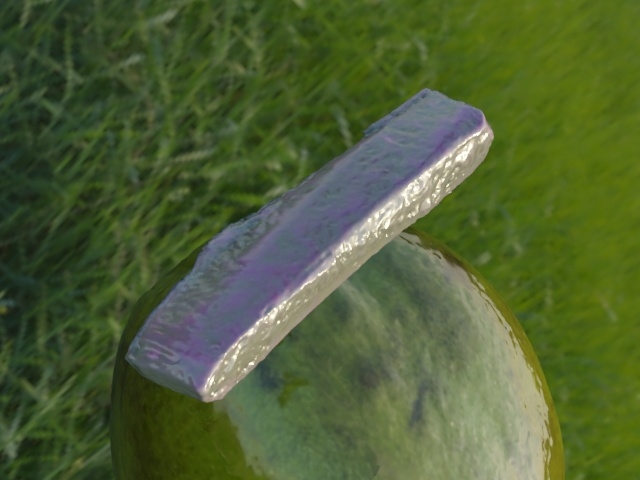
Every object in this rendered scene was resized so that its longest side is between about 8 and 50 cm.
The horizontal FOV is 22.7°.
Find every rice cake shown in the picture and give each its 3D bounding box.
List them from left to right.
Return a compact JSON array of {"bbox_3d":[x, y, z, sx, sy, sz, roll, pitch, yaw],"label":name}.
[{"bbox_3d":[0.000,0.000,0.670,0.206,0.047,0.036,-39,135,-34],"label":"rice cake"}]

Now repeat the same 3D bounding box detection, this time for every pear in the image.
[{"bbox_3d":[0.011,0.163,1.207,0.413,0.352,0.352,63,37,-22],"label":"pear"}]
